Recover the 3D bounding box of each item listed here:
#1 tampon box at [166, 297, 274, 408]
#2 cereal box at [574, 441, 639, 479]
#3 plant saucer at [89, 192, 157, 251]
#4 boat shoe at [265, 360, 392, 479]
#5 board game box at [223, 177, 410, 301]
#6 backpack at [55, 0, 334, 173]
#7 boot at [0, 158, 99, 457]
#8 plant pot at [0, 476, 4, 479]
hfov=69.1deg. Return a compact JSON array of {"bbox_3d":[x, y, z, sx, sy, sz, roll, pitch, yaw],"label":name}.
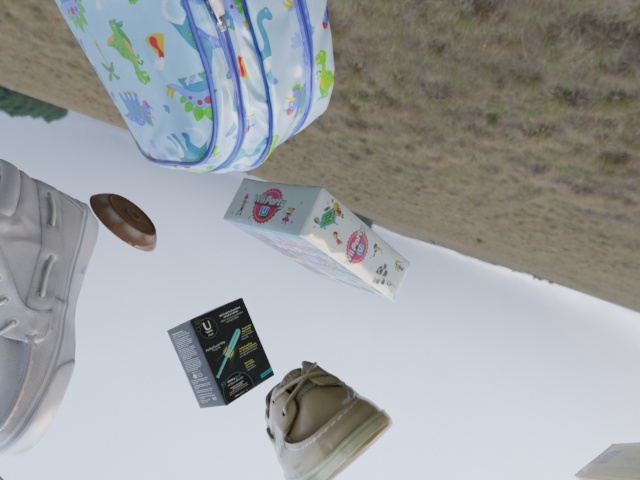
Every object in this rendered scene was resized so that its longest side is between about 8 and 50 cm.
[{"bbox_3d":[-0.185,0.209,0.866,0.120,0.161,0.101,-21,176,-46],"label":"tampon box"},{"bbox_3d":[0.266,0.222,0.240,0.240,0.047,0.173,52,173,27],"label":"cereal box"},{"bbox_3d":[-0.482,-0.055,1.168,0.198,0.036,0.198,47,-174,-6],"label":"plant saucer"},{"bbox_3d":[-0.014,0.188,0.503,0.098,0.109,0.302,55,162,9],"label":"boat shoe"},{"bbox_3d":[0.000,0.000,0.899,0.224,0.097,0.303,13,163,45],"label":"board game box"},{"bbox_3d":[-0.129,-0.246,0.473,0.290,0.273,0.355,10,145,35],"label":"backpack"},{"bbox_3d":[-0.293,0.054,0.422,0.095,0.258,0.123,-13,151,17],"label":"boot"},{"bbox_3d":[-0.212,0.198,0.264,0.109,0.096,0.109,10,-138,36],"label":"plant pot"}]
